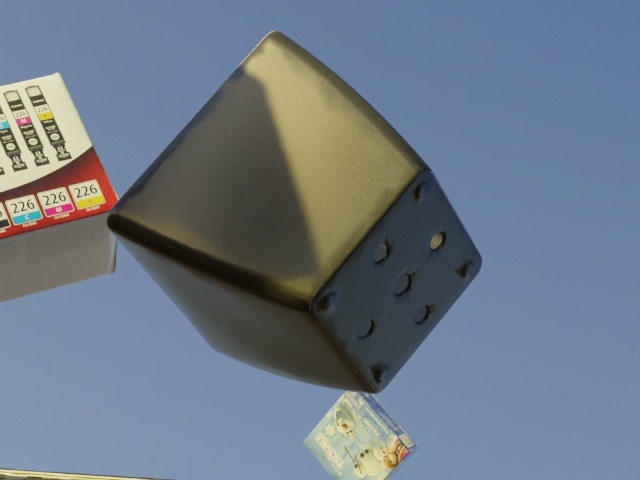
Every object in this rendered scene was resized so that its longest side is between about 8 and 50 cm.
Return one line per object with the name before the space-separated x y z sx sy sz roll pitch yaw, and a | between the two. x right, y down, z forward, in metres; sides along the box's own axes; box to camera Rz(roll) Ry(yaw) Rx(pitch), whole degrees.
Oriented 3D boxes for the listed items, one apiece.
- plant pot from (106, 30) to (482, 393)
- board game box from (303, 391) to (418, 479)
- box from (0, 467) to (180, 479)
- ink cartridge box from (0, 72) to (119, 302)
plant pot | 0.000 0.000 1.121 0.167 0.187 0.188 30 -16 38
board game box | 0.038 0.203 1.576 0.090 0.020 0.090 48 -60 20
box | -0.193 0.222 0.656 0.322 0.257 0.079 -2 -28 30
ink cartridge box | -0.411 -0.064 1.732 0.271 0.310 0.130 61 -26 29
